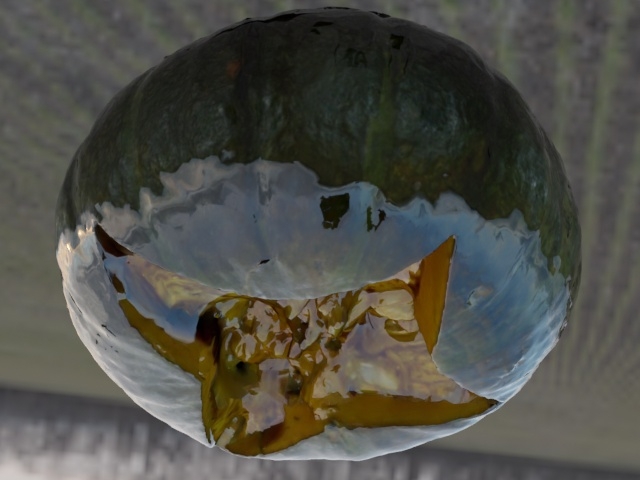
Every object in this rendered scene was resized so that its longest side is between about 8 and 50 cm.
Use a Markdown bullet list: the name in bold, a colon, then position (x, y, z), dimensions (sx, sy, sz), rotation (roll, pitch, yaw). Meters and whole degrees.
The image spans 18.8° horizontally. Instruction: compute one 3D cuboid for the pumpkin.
- **pumpkin**: position (0.001, -0.003, 0.867), dimensions (0.238, 0.159, 0.238), rotation (2, 147, 2)
